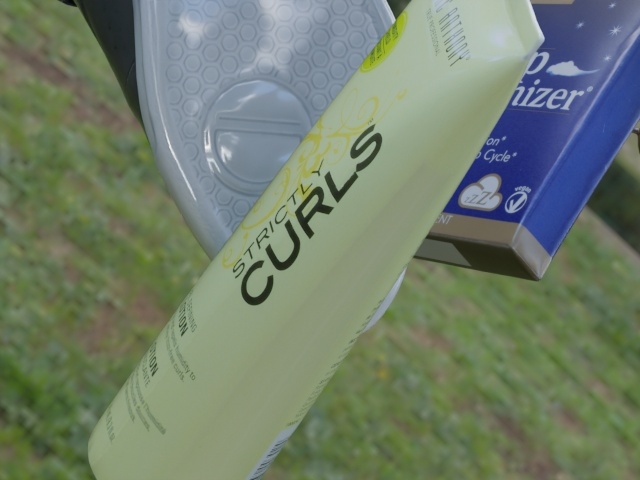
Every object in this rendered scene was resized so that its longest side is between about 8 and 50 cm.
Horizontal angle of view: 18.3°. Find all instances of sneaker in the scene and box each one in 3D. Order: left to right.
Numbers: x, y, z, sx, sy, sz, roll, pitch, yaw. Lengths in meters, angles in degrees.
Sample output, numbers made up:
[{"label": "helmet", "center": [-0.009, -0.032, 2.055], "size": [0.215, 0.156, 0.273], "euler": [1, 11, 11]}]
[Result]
[{"label": "sneaker", "center": [-0.056, -0.097, 0.795], "size": [0.296, 0.104, 0.147], "euler": [66, -18, -3]}]

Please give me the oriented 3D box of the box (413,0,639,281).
[{"label": "box", "center": [0.122, -0.083, 1.080], "size": [0.136, 0.225, 0.036], "euler": [10, -31, 52]}]

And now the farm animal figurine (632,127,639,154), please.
[{"label": "farm animal figurine", "center": [0.278, -0.203, 1.315], "size": [0.172, 0.330, 0.327], "euler": [21, 28, -42]}]

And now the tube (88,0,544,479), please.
[{"label": "tube", "center": [0.000, 0.000, 0.673], "size": [0.070, 0.240, 0.062], "euler": [48, 31, 22]}]
